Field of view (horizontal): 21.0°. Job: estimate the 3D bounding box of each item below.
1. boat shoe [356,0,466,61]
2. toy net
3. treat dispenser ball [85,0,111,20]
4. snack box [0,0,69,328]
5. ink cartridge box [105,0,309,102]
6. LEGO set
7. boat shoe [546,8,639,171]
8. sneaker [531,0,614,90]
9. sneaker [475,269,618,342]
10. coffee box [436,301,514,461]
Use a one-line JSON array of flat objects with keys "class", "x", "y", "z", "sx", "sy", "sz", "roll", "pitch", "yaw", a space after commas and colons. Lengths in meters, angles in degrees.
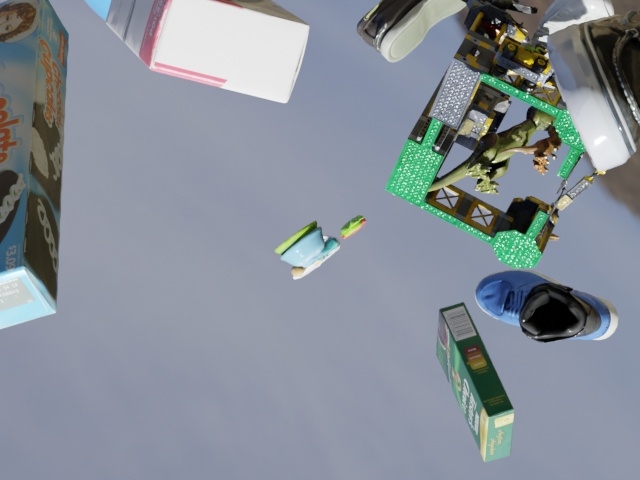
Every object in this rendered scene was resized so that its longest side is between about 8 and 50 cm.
[{"class": "boat shoe", "x": 0.146, "y": -0.334, "z": 2.326, "sx": 0.068, "sy": 0.227, "sz": 0.081, "roll": 38, "pitch": 156, "yaw": 26}, {"class": "toy net", "x": 0.000, "y": 0.000, "z": 2.316, "sx": 0.045, "sy": 0.122, "sz": 0.232, "roll": 52, "pitch": 176, "yaw": 3}, {"class": "treat dispenser ball", "x": -0.191, "y": -0.398, "z": 2.216, "sx": 0.288, "sy": 0.288, "sz": 0.288, "roll": 48, "pitch": -163, "yaw": -20}, {"class": "snack box", "x": -0.297, "y": -0.053, "z": 1.360, "sx": 0.060, "sy": 0.187, "sz": 0.322, "roll": 62, "pitch": -165, "yaw": -44}, {"class": "ink cartridge box", "x": -0.124, "y": -0.229, "z": 1.836, "sx": 0.158, "sy": 0.092, "sz": 0.218, "roll": 12, "pitch": -167, "yaw": -23}, {"class": "LEGO set", "x": 0.228, "y": -0.149, "z": 2.005, "sx": 0.255, "sy": 0.331, "sz": 0.192, "roll": 22, "pitch": -131, "yaw": 10}, {"class": "boat shoe", "x": 0.278, "y": -0.157, "z": 1.511, "sx": 0.121, "sy": 0.119, "sz": 0.335, "roll": 66, "pitch": -161, "yaw": -13}, {"class": "sneaker", "x": 0.288, "y": -0.242, "z": 1.933, "sx": 0.090, "sy": 0.095, "sz": 0.235, "roll": 15, "pitch": 166, "yaw": 6}, {"class": "sneaker", "x": 0.202, "y": 0.061, "z": 1.661, "sx": 0.152, "sy": 0.058, "sz": 0.084, "roll": 18, "pitch": -174, "yaw": 34}, {"class": "coffee box", "x": 0.201, "y": 0.185, "z": 2.258, "sx": 0.113, "sy": 0.040, "sz": 0.184, "roll": 88, "pitch": 163, "yaw": -53}]
